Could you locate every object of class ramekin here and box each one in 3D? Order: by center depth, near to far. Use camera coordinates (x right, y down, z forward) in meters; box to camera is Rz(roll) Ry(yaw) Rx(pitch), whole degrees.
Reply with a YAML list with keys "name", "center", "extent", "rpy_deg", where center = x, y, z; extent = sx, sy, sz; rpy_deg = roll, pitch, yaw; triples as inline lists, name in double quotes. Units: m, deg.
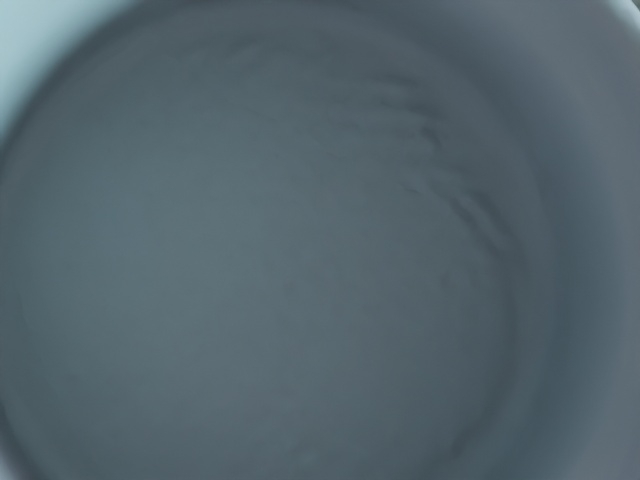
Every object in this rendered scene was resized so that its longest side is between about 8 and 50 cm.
- name: "ramekin"
  center: [-0.014, 0.014, 0.482]
  extent: [0.277, 0.277, 0.135]
  rpy_deg: [27, -6, -4]
